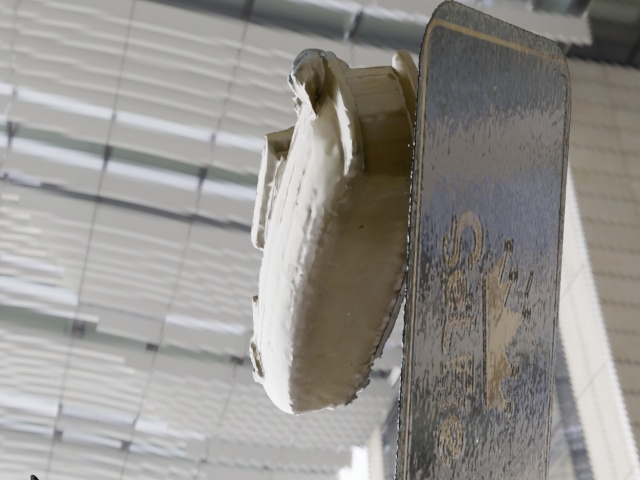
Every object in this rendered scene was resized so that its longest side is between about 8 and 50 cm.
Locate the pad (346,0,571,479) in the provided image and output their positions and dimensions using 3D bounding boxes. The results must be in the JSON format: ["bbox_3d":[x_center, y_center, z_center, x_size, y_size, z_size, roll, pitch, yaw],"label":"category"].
[{"bbox_3d":[0.108,0.059,0.775,0.063,0.375,0.315,3,-178,30],"label":"pad"}]

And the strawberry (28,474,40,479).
[{"bbox_3d":[-0.195,0.181,0.644,0.192,0.085,0.140,-1,-85,4],"label":"strawberry"}]

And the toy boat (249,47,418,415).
[{"bbox_3d":[0.000,0.000,0.920,0.089,0.321,0.121,-10,-129,-20],"label":"toy boat"}]
